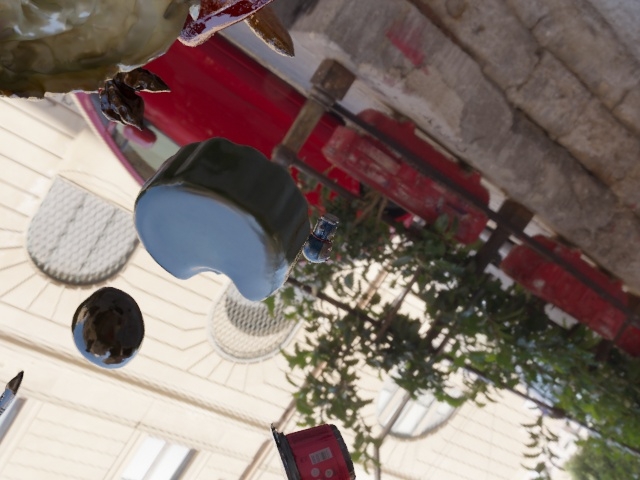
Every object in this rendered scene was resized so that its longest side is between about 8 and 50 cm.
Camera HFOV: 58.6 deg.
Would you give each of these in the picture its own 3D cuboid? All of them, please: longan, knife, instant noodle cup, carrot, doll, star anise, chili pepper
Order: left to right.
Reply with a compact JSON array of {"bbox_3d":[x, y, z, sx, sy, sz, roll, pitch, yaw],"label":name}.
[{"bbox_3d":[-0.770,0.411,1.311,0.043,0.365,0.089,24,-147,-36],"label":"knife"},{"bbox_3d":[-0.548,0.225,1.471,0.197,0.213,0.198,-7,-160,3],"label":"longan"},{"bbox_3d":[-0.369,-0.301,1.047,0.212,0.196,0.111,1,-153,16],"label":"star anise"},{"bbox_3d":[-0.199,-0.453,1.089,0.387,0.110,0.110,-8,159,35],"label":"chili pepper"},{"bbox_3d":[-0.102,-0.438,1.175,0.205,0.072,0.072,54,-165,26],"label":"carrot"},{"bbox_3d":[-0.012,0.613,1.553,0.258,0.181,0.303,-133,28,-64],"label":"instant noodle cup"},{"bbox_3d":[0.000,0.000,1.577,0.085,0.152,0.114,29,-164,13],"label":"doll"}]

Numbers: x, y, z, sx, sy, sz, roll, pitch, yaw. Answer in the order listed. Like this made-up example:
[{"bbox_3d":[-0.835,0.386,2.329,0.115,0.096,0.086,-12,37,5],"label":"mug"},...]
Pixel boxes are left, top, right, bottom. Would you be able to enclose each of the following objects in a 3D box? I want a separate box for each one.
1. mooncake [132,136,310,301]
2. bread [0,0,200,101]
[{"bbox_3d":[-0.198,-0.046,1.161,0.351,0.351,0.187,33,-130,-6],"label":"mooncake"},{"bbox_3d":[-0.338,-0.254,0.524,0.394,0.250,0.361,5,-163,25],"label":"bread"}]
